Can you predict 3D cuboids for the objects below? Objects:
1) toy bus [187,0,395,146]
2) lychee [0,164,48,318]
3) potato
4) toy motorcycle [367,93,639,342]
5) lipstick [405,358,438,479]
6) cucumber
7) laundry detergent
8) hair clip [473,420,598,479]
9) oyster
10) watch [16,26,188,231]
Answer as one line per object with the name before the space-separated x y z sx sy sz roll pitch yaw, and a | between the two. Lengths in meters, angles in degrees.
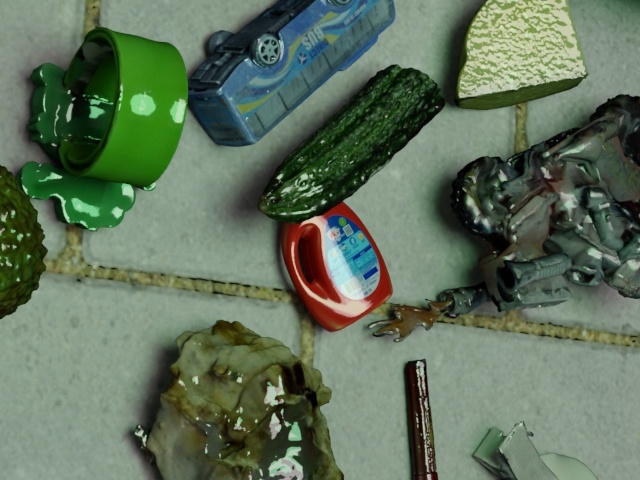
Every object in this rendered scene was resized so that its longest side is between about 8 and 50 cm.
toy bus | -0.028 -0.186 1.786 0.236 0.079 0.094 -43 122 -29
lychee | -0.306 -0.006 1.537 0.171 0.171 0.171 5 81 -32
potato | 0.187 -0.203 1.918 0.149 0.081 0.120 -12 83 -14
toy motorcycle | 0.223 -0.001 1.884 0.401 0.134 0.207 -24 90 -33
lipstick | 0.101 0.205 1.840 0.027 0.027 0.176 -2 83 -32
cucumber | 0.032 -0.089 1.775 0.077 0.077 0.265 56 45 -14
laundry detergent | 0.000 0.000 1.792 0.097 0.049 0.165 -33 98 -31
hair clip | 0.237 0.278 1.904 0.220 0.054 0.140 51 57 -19
oyster | -0.076 0.235 1.666 0.198 0.133 0.337 19 69 -21
watch | -0.175 -0.096 1.634 0.131 0.152 0.165 13 75 -33
